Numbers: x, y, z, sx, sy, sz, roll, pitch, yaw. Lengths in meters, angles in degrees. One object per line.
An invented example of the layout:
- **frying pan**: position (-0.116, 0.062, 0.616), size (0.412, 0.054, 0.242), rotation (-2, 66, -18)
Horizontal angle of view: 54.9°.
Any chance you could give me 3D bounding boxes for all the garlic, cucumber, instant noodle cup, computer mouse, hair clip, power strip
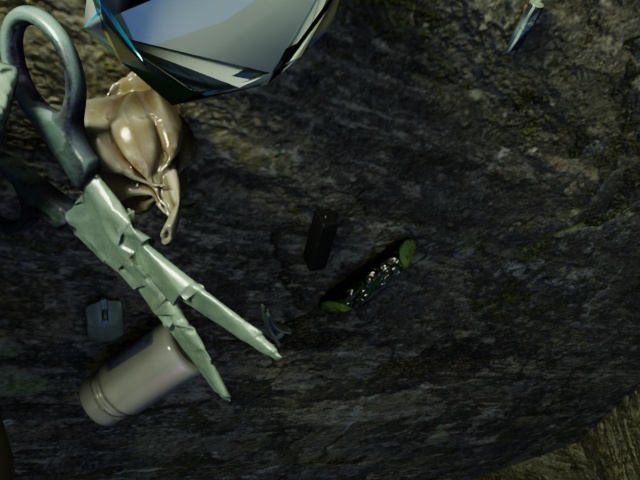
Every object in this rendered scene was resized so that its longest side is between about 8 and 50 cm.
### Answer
- **garlic**: position (-0.180, -0.068, 0.622), size (0.127, 0.194, 0.131), rotation (-24, 153, -5)
- **cucumber**: position (0.077, 0.074, 1.055), size (0.220, 0.070, 0.046), rotation (-41, 112, 18)
- **instant noodle cup**: position (-0.091, -0.241, 0.463), size (0.240, 0.178, 0.240), rotation (-15, 143, -12)
- **computer mouse**: position (-0.318, 0.123, 0.909), size (0.056, 0.032, 0.110), rotation (-8, 141, -23)
- **hair clip**: position (-0.080, 0.144, 1.080), size (0.039, 0.030, 0.115), rotation (-39, 148, -14)
- **power strip**: position (0.000, 0.000, 0.936), size (0.029, 0.038, 0.111), rotation (-9, 142, -22)

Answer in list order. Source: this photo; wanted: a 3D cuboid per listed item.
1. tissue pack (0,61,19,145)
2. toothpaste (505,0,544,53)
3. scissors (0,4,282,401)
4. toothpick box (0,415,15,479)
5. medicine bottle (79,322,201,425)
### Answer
- **tissue pack**: position (-0.425, -0.049, 0.547), size (0.228, 0.103, 0.316), rotation (18, 127, -24)
- **toothpaste**: position (0.255, -0.268, 0.765), size (0.027, 0.019, 0.083), rotation (-25, 152, -30)
- **scissors**: position (-0.189, -0.007, 0.571), size (0.256, 0.383, 0.029), rotation (-52, 170, 34)
- **toothpick box**: position (-0.573, 0.312, 0.676), size (0.409, 0.409, 0.425), rotation (8, 147, -37)
- **medicine bottle**: position (-0.283, 0.211, 0.981), size (0.186, 0.103, 0.103), rotation (-33, 143, 11)
